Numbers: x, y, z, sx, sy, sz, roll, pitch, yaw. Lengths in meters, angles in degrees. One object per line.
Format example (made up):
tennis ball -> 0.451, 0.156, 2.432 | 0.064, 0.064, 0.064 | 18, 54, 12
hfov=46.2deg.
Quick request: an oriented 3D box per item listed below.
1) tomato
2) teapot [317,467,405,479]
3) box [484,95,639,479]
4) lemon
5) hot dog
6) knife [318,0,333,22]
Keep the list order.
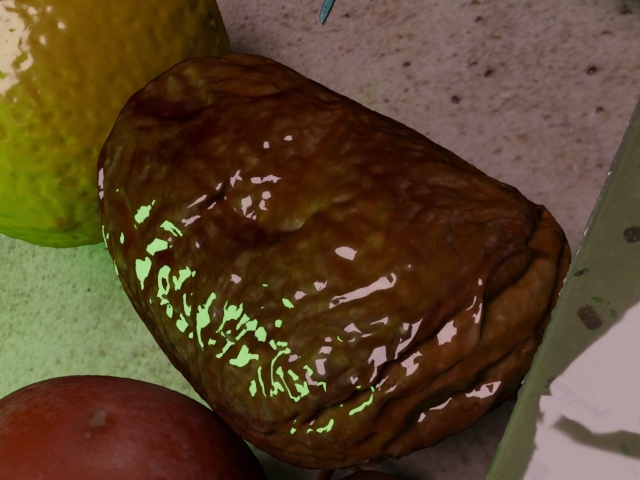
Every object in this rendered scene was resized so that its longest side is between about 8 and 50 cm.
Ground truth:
tomato -> -0.142, 0.224, 0.510 | 0.265, 0.265, 0.265 | -15, 59, 26
teapot -> 0.028, 0.223, 0.510 | 0.116, 0.116, 0.173 | -41, 36, 8
box -> 0.235, 0.066, 0.372 | 0.190, 0.225, 0.297 | 19, 76, 37
lemon -> -0.248, -0.159, 0.754 | 0.336, 0.336, 0.336 | -15, 59, 26
hot dog -> 0.000, 0.000, 0.549 | 0.267, 0.174, 0.387 | -35, 48, -20
knife -> 0.015, -0.280, 0.833 | 0.014, 0.005, 0.091 | 8, 72, 37
